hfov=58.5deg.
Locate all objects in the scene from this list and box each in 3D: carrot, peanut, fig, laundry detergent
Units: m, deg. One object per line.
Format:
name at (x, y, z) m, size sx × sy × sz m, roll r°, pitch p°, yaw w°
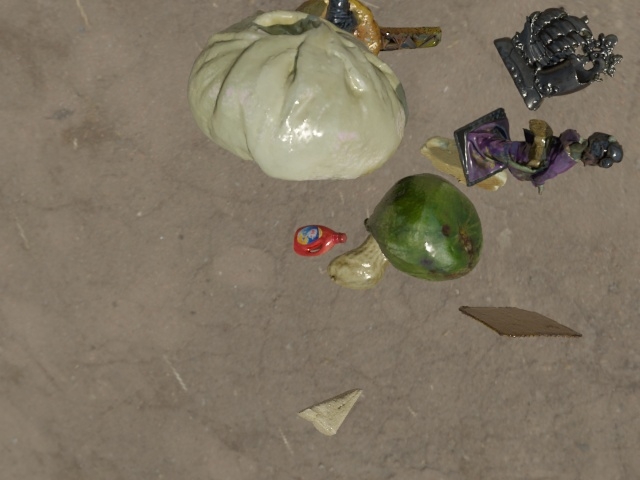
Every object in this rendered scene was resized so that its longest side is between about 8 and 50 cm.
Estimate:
carrot at (0.224, -0.555, 1.568) m, size 0.229 × 0.069 × 0.068 m, roll -7°, pitch 115°, yaw -13°
peanut at (0.168, 0.074, 1.975) m, size 0.291 × 0.143 × 0.159 m, roll -34°, pitch 85°, yaw -3°
fig at (0.162, -0.015, 1.067) m, size 0.235 × 0.203 × 0.203 m, roll -12°, pitch 110°, yaw 42°
laundry detergent at (0.000, 0.000, 1.662) m, size 0.165 × 0.049 × 0.097 m, roll -1°, pitch 71°, yaw 35°

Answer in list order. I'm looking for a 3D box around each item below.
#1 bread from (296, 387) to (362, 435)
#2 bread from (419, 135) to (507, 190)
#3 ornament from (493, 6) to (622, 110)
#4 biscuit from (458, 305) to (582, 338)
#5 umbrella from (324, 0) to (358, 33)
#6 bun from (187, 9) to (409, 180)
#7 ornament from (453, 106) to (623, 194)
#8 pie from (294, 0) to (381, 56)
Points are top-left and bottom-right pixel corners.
bread at (0.027, 0.428, 1.513) m, size 0.105 × 0.152 × 0.077 m, roll 42°, pitch 146°, yaw -5°
bread at (0.474, -0.259, 1.894) m, size 0.316 × 0.316 × 0.054 m, roll 29°, pitch 84°, yaw 4°
ornament at (0.621, -0.490, 1.489) m, size 0.260 × 0.106 × 0.251 m, roll -30°, pitch 85°, yaw 26°
biscuit at (0.497, 0.203, 1.448) m, size 0.232 × 0.237 × 0.013 m, roll 2°, pitch 101°, yaw -16°
umbrella at (0.039, -0.462, 1.136) m, size 0.071 × 0.080 × 0.224 m, roll 32°, pitch 122°, yaw 46°
bun at (-0.032, -0.247, 0.917) m, size 0.365 × 0.365 × 0.219 m, roll 19°, pitch 117°, yaw 9°
ornament at (0.258, -0.103, 0.652) m, size 0.203 × 0.081 × 0.088 m, roll 15°, pitch 132°, yaw 58°
pie at (0.032, -0.511, 1.487) m, size 0.274 × 0.069 × 0.273 m, roll 7°, pitch 137°, yaw 7°
